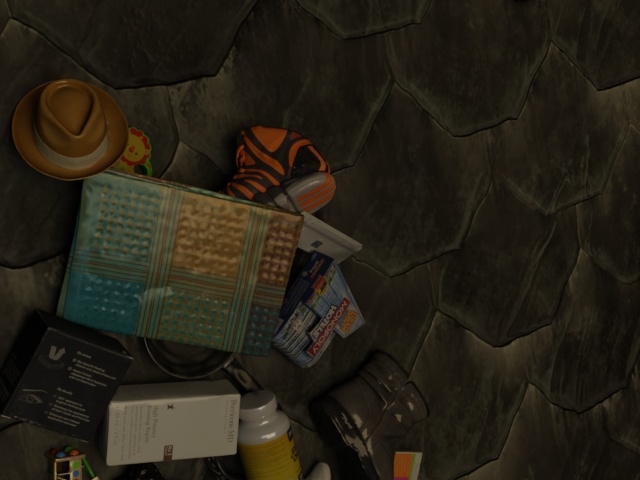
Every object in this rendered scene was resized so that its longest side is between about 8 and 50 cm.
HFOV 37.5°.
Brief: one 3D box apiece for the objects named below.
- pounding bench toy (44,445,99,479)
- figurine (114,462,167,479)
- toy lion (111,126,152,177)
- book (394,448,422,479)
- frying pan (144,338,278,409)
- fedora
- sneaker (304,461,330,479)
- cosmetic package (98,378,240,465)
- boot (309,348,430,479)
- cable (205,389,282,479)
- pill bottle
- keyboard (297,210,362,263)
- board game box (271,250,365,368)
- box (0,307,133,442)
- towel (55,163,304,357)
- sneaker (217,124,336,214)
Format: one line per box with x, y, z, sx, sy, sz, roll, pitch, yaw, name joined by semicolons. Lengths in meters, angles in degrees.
-0.407;0.374;1.559;0.083;0.052;0.065;-2;93;-36;pounding bench toy
-0.301;0.500;1.631;0.209;0.092;0.215;41;70;-22;figurine
-0.323;-0.139;1.611;0.096;0.034;0.100;-51;119;-31;toy lion
0.142;0.486;1.973;0.144;0.035;0.096;10;87;-34;book
-0.179;0.173;1.708;0.326;0.053;0.197;30;76;-31;frying pan
-0.391;-0.190;1.477;0.194;0.079;0.194;6;61;-10;fedora
-0.031;0.498;1.837;0.061;0.054;0.152;37;72;-28;sneaker
-0.258;0.309;1.614;0.231;0.085;0.117;0;102;-24;cosmetic package
0.145;0.405;1.895;0.223;0.118;0.338;-32;100;-31;boot
-0.137;0.380;1.765;0.150;0.047;0.184;35;68;-37;cable
-0.097;0.368;1.695;0.103;0.103;0.184;-24;110;-33;pill bottle
0.000;0.000;1.769;0.256;0.072;0.014;29;35;-60;keyboard
0.000;0.150;1.810;0.194;0.060;0.194;-57;139;-11;board game box
-0.412;0.215;1.504;0.156;0.093;0.158;28;91;-34;box
-0.233;0.041;1.576;0.370;0.040;0.271;12;100;-17;towel
-0.143;-0.087;1.693;0.321;0.180;0.124;-26;151;-4;sneaker
